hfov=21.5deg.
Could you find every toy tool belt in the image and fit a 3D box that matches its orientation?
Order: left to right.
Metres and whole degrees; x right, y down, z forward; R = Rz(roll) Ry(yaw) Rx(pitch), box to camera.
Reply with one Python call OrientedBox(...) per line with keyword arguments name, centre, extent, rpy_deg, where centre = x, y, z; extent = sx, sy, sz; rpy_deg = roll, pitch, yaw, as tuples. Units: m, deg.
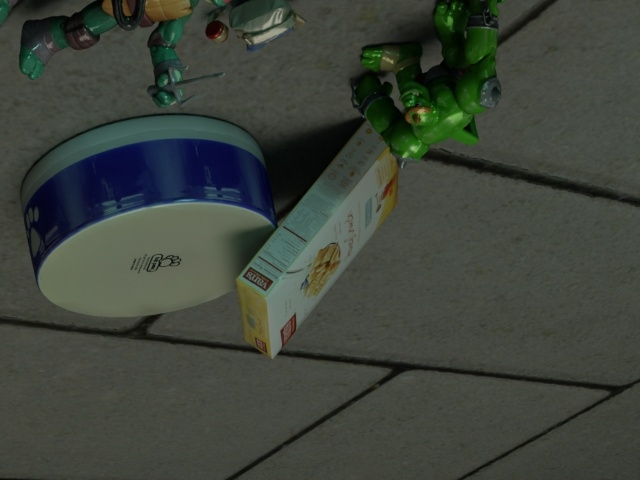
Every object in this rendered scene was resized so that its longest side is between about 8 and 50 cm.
OrientedBox(name="toy tool belt", centre=(-0.059, -0.195, 1.550), extent=(0.083, 0.052, 0.051), rpy_deg=(-23, 145, 21))

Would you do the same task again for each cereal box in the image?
OrientedBox(name="cereal box", centre=(0.000, 0.000, 1.821), extent=(0.240, 0.047, 0.173), rpy_deg=(-52, 164, -19))

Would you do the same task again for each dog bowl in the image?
OrientedBox(name="dog bowl", centre=(-0.180, -0.020, 1.786), extent=(0.265, 0.104, 0.265), rpy_deg=(-11, 155, -5))

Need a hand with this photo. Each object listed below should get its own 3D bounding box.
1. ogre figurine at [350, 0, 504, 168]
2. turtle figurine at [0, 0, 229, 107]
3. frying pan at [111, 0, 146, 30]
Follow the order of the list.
OrientedBox(name="ogre figurine", centre=(0.113, -0.153, 1.644), extent=(0.197, 0.118, 0.097), rpy_deg=(-25, 153, 20))
OrientedBox(name="turtle figurine", centre=(-0.152, -0.199, 1.413), extent=(0.234, 0.118, 0.175), rpy_deg=(-5, 125, 14))
OrientedBox(name="frying pan", centre=(-0.160, -0.282, 1.208), extent=(0.197, 0.053, 0.326), rpy_deg=(12, 131, -26))
